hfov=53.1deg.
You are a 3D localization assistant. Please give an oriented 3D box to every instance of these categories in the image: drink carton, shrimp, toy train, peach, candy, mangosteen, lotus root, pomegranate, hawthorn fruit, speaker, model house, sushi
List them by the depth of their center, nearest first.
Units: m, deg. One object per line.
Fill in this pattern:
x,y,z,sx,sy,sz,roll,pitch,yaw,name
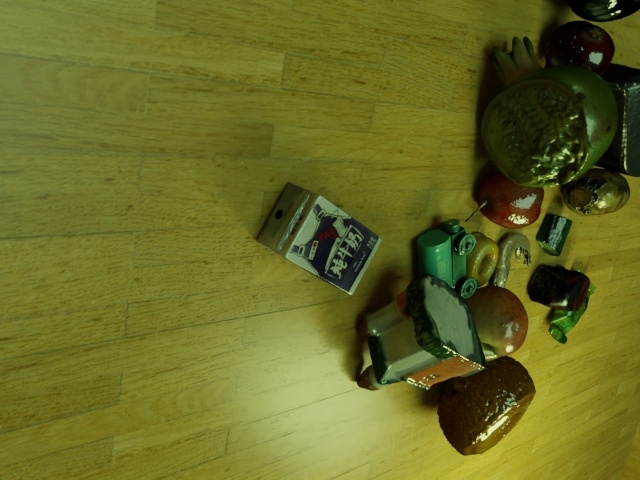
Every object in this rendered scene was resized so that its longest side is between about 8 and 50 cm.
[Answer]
0.000,-0.001,1.244,0.222,0.102,0.134,33,87,-45,drink carton
0.531,-0.307,1.493,0.216,0.310,0.358,-17,84,-30,pomegranate
0.198,0.245,1.508,0.301,0.190,0.271,-32,143,23,model house
0.302,0.070,1.576,0.159,0.101,0.248,-26,126,-22,toy train
0.461,-0.106,1.625,0.204,0.163,0.162,-2,110,-25,hawthorn fruit
0.646,-0.462,1.629,0.166,0.166,0.180,-29,152,-33,mangosteen
0.441,0.206,1.700,0.233,0.233,0.232,-20,121,-37,peach
0.547,0.081,1.850,0.152,0.046,0.219,-4,110,-40,shrimp
0.859,-0.344,1.876,0.184,0.180,0.388,-35,128,-20,speaker
0.840,-0.147,1.944,0.314,0.169,0.141,-3,86,-46,lotus root
0.762,0.154,2.040,0.225,0.126,0.136,-1,108,-50,sushi
0.861,0.233,2.207,0.149,0.069,0.246,34,88,-42,candy

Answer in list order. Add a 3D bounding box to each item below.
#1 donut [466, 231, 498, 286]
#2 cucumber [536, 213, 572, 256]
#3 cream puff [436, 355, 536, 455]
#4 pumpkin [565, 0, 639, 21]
0.421,0.056,1.708,0.152,0.058,0.151,-22,125,-36,donut
0.722,-0.016,1.966,0.116,0.062,0.115,22,88,-48,cucumber
0.450,0.442,1.786,0.303,0.212,0.303,-26,144,-22,cream puff
0.720,-0.668,1.513,0.296,0.296,0.295,-20,121,-37,pumpkin
